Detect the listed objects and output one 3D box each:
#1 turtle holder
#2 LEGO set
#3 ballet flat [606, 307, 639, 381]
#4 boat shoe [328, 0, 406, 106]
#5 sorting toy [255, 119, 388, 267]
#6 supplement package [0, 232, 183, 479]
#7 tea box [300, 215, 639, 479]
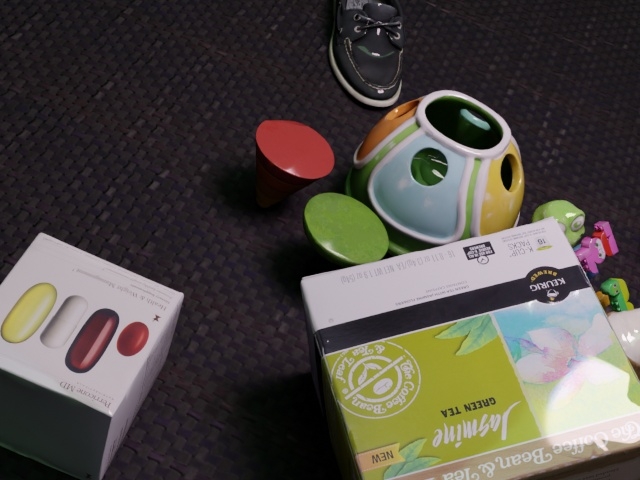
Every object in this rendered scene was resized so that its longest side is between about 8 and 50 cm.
[{"bbox_3d":[0.191,-0.067,1.655,0.243,0.227,0.320,-17,56,-32],"label":"turtle holder"},{"bbox_3d":[0.386,0.093,1.653,0.093,0.087,0.227,-29,106,-23],"label":"LEGO set"},{"bbox_3d":[0.471,0.148,1.574,0.343,0.124,0.116,13,46,-27],"label":"ballet flat"},{"bbox_3d":[0.089,-0.375,1.986,0.127,0.113,0.340,11,46,-10],"label":"boat shoe"},{"bbox_3d":[0.000,0.000,1.611,0.127,0.126,0.365,-9,56,-39],"label":"sorting toy"},{"bbox_3d":[-0.296,0.136,1.350,0.194,0.149,0.203,22,44,2],"label":"supplement package"},{"bbox_3d":[0.175,0.188,1.358,0.329,0.220,0.323,-15,54,-7],"label":"tea box"}]
